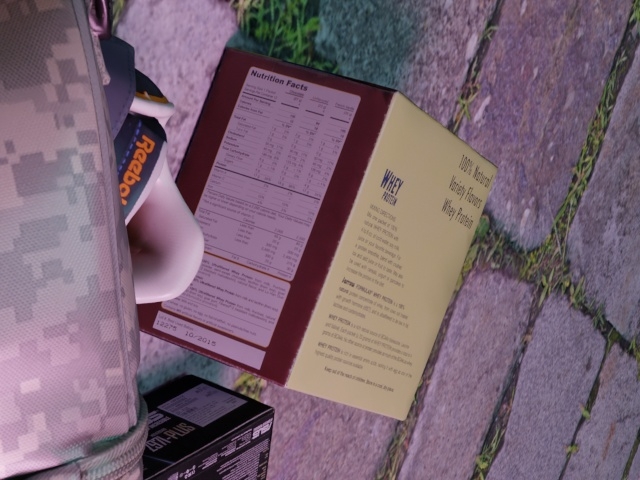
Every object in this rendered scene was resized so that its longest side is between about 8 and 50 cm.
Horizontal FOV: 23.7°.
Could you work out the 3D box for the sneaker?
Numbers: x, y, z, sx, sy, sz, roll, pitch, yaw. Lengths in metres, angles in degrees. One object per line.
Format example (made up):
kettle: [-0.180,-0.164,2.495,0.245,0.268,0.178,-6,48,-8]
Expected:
sneaker: [-0.155,-0.070,0.756,0.126,0.127,0.321,-62,149,-15]

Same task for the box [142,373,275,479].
box: [-0.118,0.192,1.028,0.180,0.078,0.147,-24,127,-54]

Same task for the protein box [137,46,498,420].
protein box: [0.000,0.000,1.063,0.200,0.136,0.201,26,84,-61]

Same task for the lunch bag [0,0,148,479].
lunch bag: [-0.211,0.022,0.521,0.305,0.212,0.256,-9,124,-21]
